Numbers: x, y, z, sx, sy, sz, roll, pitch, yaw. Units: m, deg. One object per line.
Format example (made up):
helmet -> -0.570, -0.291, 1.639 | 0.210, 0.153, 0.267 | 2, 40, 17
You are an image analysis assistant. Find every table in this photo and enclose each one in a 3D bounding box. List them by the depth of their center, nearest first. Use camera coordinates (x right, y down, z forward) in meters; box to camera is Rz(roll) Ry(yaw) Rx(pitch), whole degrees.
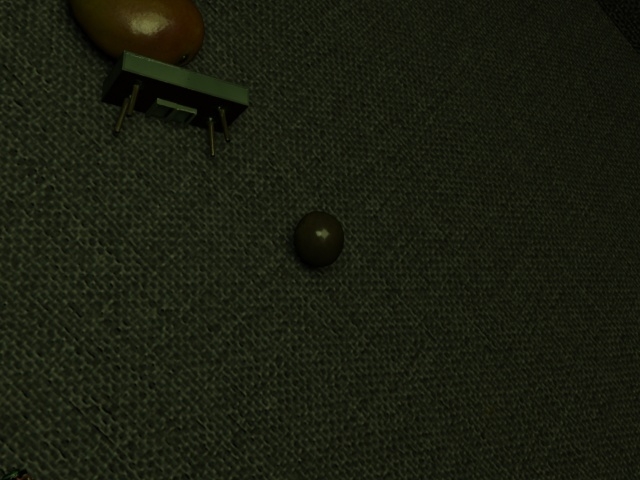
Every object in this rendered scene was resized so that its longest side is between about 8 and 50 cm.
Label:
table -> -0.263, -0.235, 1.492 | 0.240, 0.121, 0.111 | 11, 66, -28

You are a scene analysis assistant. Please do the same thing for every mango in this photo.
mango -> -0.336, -0.400, 1.502 | 0.254, 0.139, 0.176 | 16, 52, -18

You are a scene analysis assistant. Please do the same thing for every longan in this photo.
longan -> 0.000, 0.000, 1.589 | 0.119, 0.106, 0.106 | 49, 38, -63

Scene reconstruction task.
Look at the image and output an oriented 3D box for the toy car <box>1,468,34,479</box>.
toy car -> -0.468, 0.382, 1.163 | 0.143, 0.054, 0.073 | -23, 84, -37
